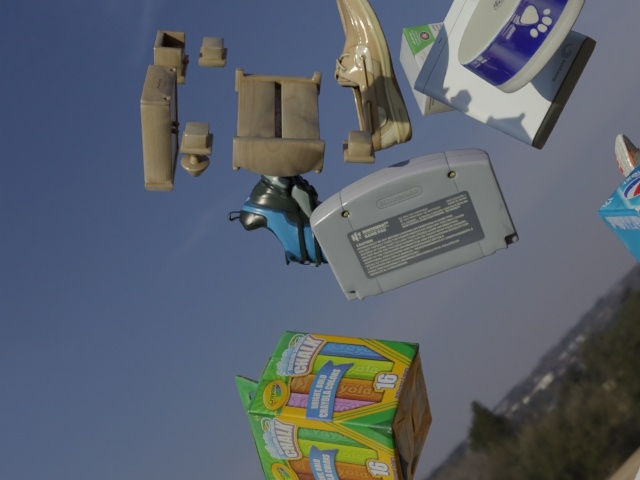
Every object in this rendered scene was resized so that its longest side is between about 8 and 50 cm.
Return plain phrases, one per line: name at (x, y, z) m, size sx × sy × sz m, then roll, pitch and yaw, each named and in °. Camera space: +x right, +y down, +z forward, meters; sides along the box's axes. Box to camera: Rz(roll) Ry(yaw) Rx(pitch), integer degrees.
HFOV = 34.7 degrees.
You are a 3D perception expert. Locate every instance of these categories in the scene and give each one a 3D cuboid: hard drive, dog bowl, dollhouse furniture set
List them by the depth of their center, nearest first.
dollhouse furniture set at (-0.103, -0.184, 1.663) m, size 0.303 × 0.356 × 0.173 m, roll -91°, pitch 6°, yaw -47°
dog bowl at (0.359, -0.402, 1.823) m, size 0.265 × 0.104 × 0.265 m, roll -57°, pitch 13°, yaw 20°
hard drive at (0.364, -0.355, 2.091) m, size 0.047 × 0.353 × 0.233 m, roll 16°, pitch -76°, yaw -45°

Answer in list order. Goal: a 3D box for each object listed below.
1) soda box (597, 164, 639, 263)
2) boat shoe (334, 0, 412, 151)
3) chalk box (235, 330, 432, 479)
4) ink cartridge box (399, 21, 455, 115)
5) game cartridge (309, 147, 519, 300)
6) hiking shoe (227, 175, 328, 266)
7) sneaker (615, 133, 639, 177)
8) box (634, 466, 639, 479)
soda box at (0.371, 0.021, 0.999) m, size 0.071 × 0.210 × 0.067 m, roll -47°, pitch 15°, yaw -13°
boat shoe at (0.086, -0.350, 2.089) m, size 0.110 × 0.341 × 0.121 m, roll -19°, pitch 2°, yaw -4°
chalk box at (0.003, 0.264, 1.556) m, size 0.179 × 0.289 × 0.180 m, roll -65°, pitch -30°, yaw -47°
ink cartridge box at (0.354, -0.427, 2.464) m, size 0.278 × 0.201 × 0.117 m, roll -10°, pitch -37°, yaw -9°
game cartridge at (0.145, -0.029, 1.621) m, size 0.297 × 0.198 × 0.062 m, roll -20°, pitch 28°, yaw 10°
hiking shoe at (0.000, 0.000, 1.749) m, size 0.132 × 0.304 × 0.113 m, roll -52°, pitch 6°, yaw 8°
sneaker at (0.647, -0.151, 2.063) m, size 0.065 × 0.158 × 0.061 m, roll -17°, pitch -28°, yaw -6°
box at (0.415, 0.269, 1.093) m, size 0.126 × 0.137 × 0.072 m, roll -56°, pitch -46°, yaw -26°
